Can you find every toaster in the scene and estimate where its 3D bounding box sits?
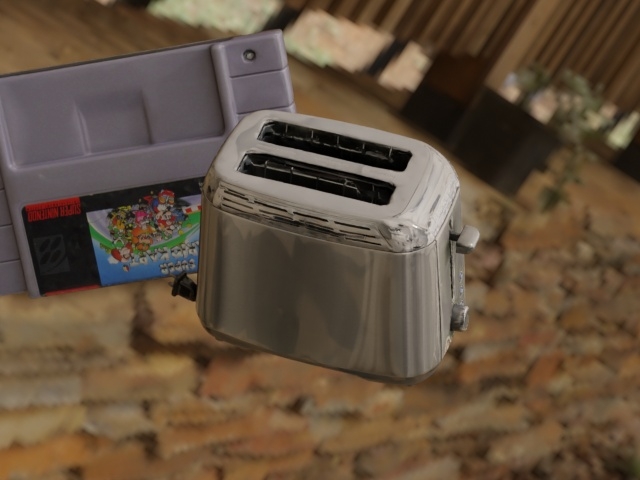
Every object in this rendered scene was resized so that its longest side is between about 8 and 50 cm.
[{"bbox_3d":[0.000,0.000,1.300,0.227,0.146,0.129,14,40,14],"label":"toaster"}]

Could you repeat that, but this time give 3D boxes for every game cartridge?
[{"bbox_3d":[-0.193,-0.070,1.813,0.355,0.230,0.068,-9,10,6],"label":"game cartridge"}]
